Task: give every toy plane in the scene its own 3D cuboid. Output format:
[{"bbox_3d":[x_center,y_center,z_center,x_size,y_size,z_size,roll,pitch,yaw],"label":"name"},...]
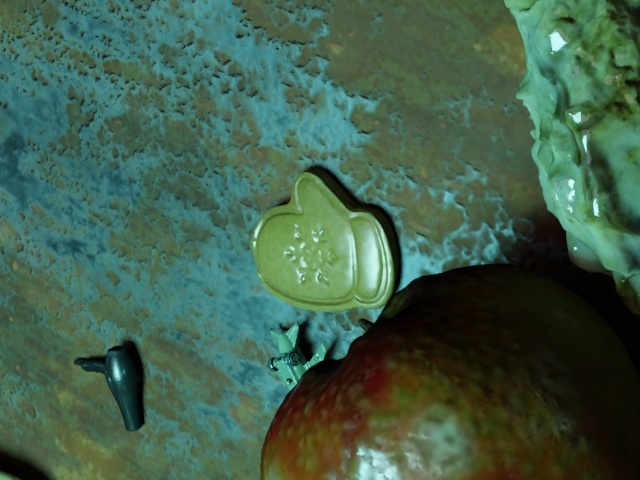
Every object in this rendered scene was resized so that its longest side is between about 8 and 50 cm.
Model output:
[{"bbox_3d":[-0.019,0.109,1.628,0.080,0.033,0.083,-22,89,49],"label":"toy plane"}]

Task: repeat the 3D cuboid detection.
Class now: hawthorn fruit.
[{"bbox_3d":[0.125,0.205,1.394,0.285,0.285,0.369,-29,87,37],"label":"hawthorn fruit"}]

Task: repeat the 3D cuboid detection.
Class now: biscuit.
[{"bbox_3d":[-0.001,0.000,1.594,0.140,0.023,0.118,-5,99,38],"label":"biscuit"}]

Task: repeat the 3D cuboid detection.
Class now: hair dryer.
[{"bbox_3d":[-0.191,0.127,1.770,0.083,0.031,0.079,14,119,48],"label":"hair dryer"}]

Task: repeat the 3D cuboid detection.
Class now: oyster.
[{"bbox_3d":[0.233,-0.056,1.361,0.354,0.107,0.201,48,121,17],"label":"oyster"}]

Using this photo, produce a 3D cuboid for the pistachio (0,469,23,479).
[{"bbox_3d":[-0.304,0.293,1.830,0.200,0.117,0.145,48,119,16],"label":"pistachio"}]
